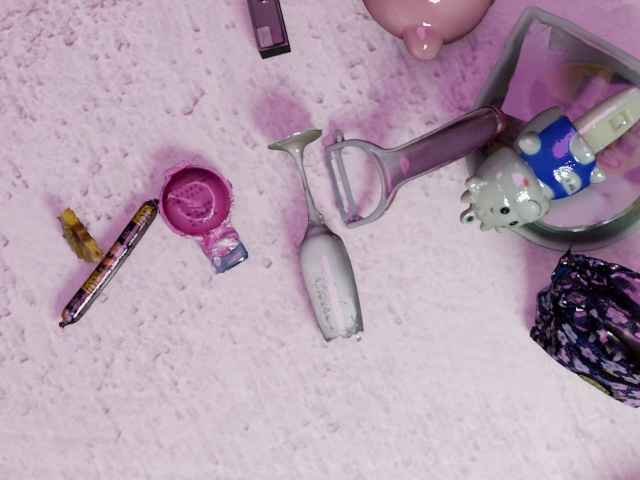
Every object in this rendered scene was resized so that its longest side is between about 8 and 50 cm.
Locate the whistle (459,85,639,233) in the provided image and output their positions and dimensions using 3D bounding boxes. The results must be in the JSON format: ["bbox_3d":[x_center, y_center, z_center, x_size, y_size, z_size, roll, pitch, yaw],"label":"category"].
[{"bbox_3d":[0.257,-0.087,1.716,0.244,0.110,0.092,-34,43,5],"label":"whistle"}]

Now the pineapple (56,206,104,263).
[{"bbox_3d":[-0.295,0.001,1.905,0.019,0.045,0.083,-29,69,-29],"label":"pineapple"}]

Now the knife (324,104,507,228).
[{"bbox_3d":[0.118,-0.111,1.824,0.278,0.053,0.123,-22,84,44],"label":"knife"}]

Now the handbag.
[{"bbox_3d":[0.350,0.111,1.770,0.228,0.208,0.127,32,81,9],"label":"handbag"}]

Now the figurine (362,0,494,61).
[{"bbox_3d":[0.129,-0.315,1.859,0.173,0.173,0.173,0,83,3],"label":"figurine"}]

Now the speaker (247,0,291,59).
[{"bbox_3d":[-0.078,-0.325,1.929,0.040,0.046,0.191,-13,82,3],"label":"speaker"}]

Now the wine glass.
[{"bbox_3d":[0.000,0.000,1.876,0.074,0.074,0.262,-14,83,2],"label":"wine glass"}]

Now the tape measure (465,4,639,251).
[{"bbox_3d":[0.297,-0.119,1.837,0.259,0.138,0.262,30,86,8],"label":"tape measure"}]

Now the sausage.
[{"bbox_3d":[-0.259,0.028,1.909,0.028,0.025,0.198,37,86,4],"label":"sausage"}]

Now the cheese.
[{"bbox_3d":[-0.141,-0.030,1.903,0.095,0.038,0.145,-30,89,1],"label":"cheese"}]
